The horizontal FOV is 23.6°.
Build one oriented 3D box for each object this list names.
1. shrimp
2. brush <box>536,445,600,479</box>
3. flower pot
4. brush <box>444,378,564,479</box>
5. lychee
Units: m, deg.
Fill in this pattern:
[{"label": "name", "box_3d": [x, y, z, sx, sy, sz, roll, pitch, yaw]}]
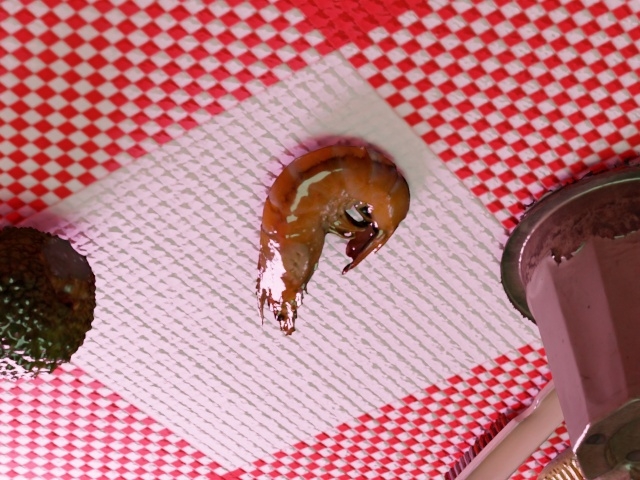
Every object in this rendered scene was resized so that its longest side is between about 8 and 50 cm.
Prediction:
[{"label": "shrimp", "box_3d": [0.000, 0.000, 1.531, 0.150, 0.068, 0.248, 9, 133, -22]}, {"label": "brush", "box_3d": [0.376, 0.236, 1.842, 0.313, 0.067, 0.072, -39, 163, 24]}, {"label": "flower pot", "box_3d": [0.331, 0.097, 1.515, 0.290, 0.259, 0.290, -2, 138, -2]}, {"label": "brush", "box_3d": [0.251, 0.206, 1.805, 0.060, 0.050, 0.321, 23, 125, -24]}, {"label": "lychee", "box_3d": [-0.309, 0.066, 1.512, 0.171, 0.171, 0.171, -2, 139, -2]}]
